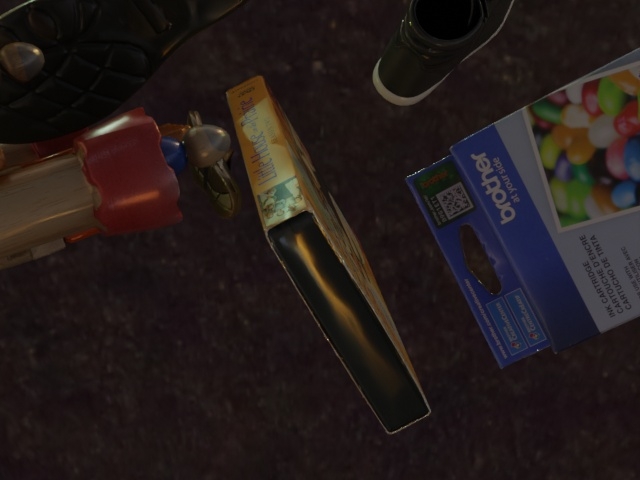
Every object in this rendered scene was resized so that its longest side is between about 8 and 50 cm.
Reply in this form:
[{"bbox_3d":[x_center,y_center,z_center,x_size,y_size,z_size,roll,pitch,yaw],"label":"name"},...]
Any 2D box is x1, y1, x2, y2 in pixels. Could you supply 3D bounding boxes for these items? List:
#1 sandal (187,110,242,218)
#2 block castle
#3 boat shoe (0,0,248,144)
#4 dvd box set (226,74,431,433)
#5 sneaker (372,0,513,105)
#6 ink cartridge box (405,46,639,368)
[{"bbox_3d":[-0.124,-0.092,1.490,0.049,0.072,0.180,-10,42,-24],"label":"sandal"},{"bbox_3d":[-0.238,-0.153,0.984,0.213,0.303,0.453,-19,13,-16],"label":"block castle"},{"bbox_3d":[-0.182,-0.199,1.084,0.324,0.122,0.120,-29,25,7],"label":"boat shoe"},{"bbox_3d":[0.000,0.000,1.474,0.062,0.307,0.420,-29,27,5],"label":"dvd box set"},{"bbox_3d":[0.186,-0.300,1.526,0.104,0.147,0.295,40,63,1],"label":"sneaker"},{"bbox_3d":[0.235,-0.040,0.940,0.311,0.065,0.185,-27,88,16],"label":"ink cartridge box"}]
